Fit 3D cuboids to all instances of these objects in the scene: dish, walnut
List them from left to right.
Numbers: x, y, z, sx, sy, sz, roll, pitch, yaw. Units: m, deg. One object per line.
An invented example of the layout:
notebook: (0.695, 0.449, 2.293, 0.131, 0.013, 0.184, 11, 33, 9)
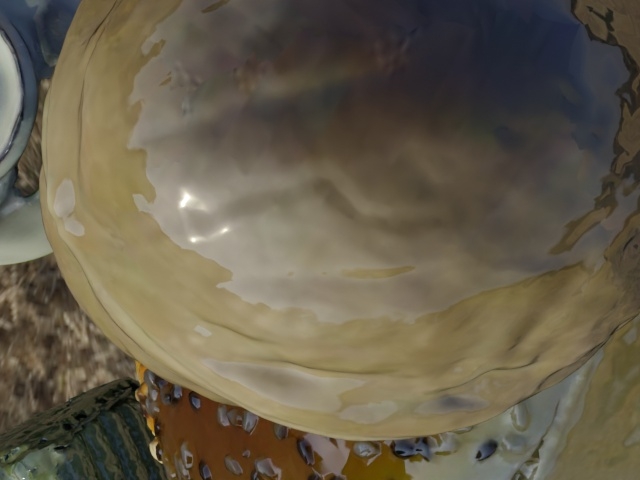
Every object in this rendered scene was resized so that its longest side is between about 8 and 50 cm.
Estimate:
dish: (-0.331, -0.132, 1.516, 0.324, 0.124, 0.324, 1, 95, 16)
walnut: (0.014, -0.022, 0.388, 0.162, 0.140, 0.140, -21, 94, -30)

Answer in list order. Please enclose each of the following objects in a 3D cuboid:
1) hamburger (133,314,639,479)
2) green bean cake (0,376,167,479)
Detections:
hamburger: (0.035, 0.016, 0.694, 0.176, 0.300, 0.300, 14, 88, -31)
green bean cake: (-0.261, 0.228, 1.447, 0.255, 0.241, 0.132, -21, 94, 21)
